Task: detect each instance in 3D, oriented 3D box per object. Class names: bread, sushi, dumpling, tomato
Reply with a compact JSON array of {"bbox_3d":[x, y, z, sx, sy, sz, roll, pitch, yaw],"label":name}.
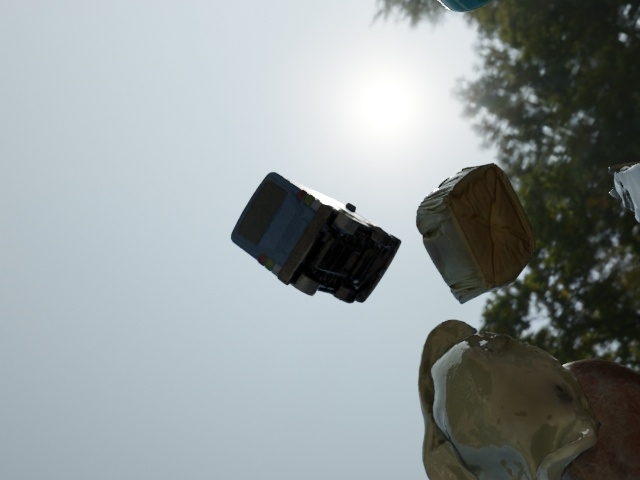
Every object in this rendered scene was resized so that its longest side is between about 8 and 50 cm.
[{"bbox_3d":[0.273,-0.017,1.609,0.192,0.109,0.210,-38,-76,-35],"label":"bread"},{"bbox_3d":[0.653,-0.100,1.755,0.109,0.273,0.134,-20,-88,1],"label":"sushi"},{"bbox_3d":[0.242,0.255,1.248,0.187,0.243,0.318,25,-173,-35],"label":"dumpling"},{"bbox_3d":[0.462,0.359,1.514,0.282,0.317,0.317,-8,-129,-6],"label":"tomato"}]

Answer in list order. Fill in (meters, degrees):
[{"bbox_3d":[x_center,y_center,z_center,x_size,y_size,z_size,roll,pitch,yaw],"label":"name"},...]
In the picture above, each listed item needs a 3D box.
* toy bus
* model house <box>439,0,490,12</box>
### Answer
[{"bbox_3d":[0.000,0.000,1.180,0.133,0.116,0.234,34,-174,27],"label":"toy bus"},{"bbox_3d":[0.033,-0.170,0.347,0.100,0.127,0.149,29,-129,-47],"label":"model house"}]
